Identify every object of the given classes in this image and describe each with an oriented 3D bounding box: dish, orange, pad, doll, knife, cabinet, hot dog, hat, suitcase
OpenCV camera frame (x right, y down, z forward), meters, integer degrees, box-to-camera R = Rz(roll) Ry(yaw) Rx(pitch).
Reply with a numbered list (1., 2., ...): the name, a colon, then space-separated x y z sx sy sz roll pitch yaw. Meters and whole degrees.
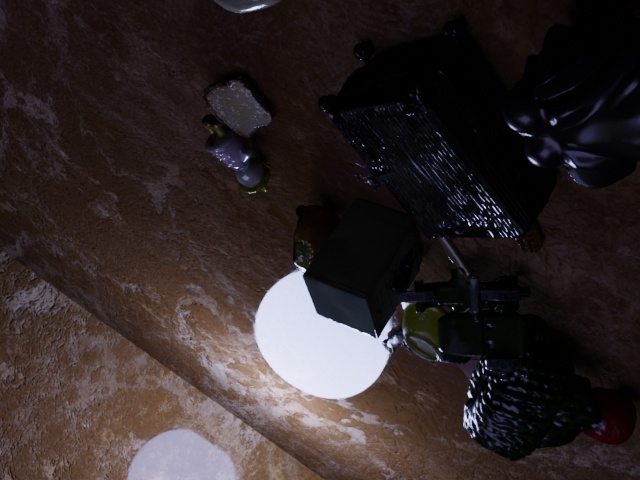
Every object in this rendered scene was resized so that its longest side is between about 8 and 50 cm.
1. dish: 0.240 0.212 2.083 0.207 0.080 0.149 45 151 -23
2. orange: 0.000 0.000 1.923 0.112 0.170 0.160 -15 168 8
3. pad: 0.397 0.338 2.194 0.113 0.006 0.188 -2 136 51
4. doll: 0.180 0.244 2.258 0.037 0.027 0.125 42 154 2
5. knife: 0.195 -0.056 1.696 0.298 0.017 0.047 54 146 -6
6. cabinet: 0.093 0.055 1.841 0.150 0.206 0.145 20 151 27
7. hot dog: 0.352 -0.018 1.617 0.049 0.037 0.122 5 143 40
8. hat: 0.472 0.345 1.889 0.332 0.242 0.274 19 165 2
9. suitcase: 0.192 -0.156 1.451 0.229 0.152 0.335 1 141 51
10. doll: -0.169 -0.171 1.908 0.129 0.081 0.207 14 150 49

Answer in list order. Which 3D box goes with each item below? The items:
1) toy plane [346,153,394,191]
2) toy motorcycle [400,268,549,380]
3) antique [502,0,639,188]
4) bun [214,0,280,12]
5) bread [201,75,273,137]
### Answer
1. toy plane: 0.081 -0.102 1.472 0.077 0.024 0.084 2 146 21
2. toy motorcycle: 0.294 0.160 1.785 0.275 0.205 0.127 -3 -179 34
3. antique: 0.370 -0.194 1.067 0.322 0.255 0.185 9 146 45
4. bun: -0.097 -0.426 1.376 0.183 0.102 0.183 12 111 34
5. bread: -0.151 -0.261 1.783 0.126 0.044 0.129 -14 124 47
